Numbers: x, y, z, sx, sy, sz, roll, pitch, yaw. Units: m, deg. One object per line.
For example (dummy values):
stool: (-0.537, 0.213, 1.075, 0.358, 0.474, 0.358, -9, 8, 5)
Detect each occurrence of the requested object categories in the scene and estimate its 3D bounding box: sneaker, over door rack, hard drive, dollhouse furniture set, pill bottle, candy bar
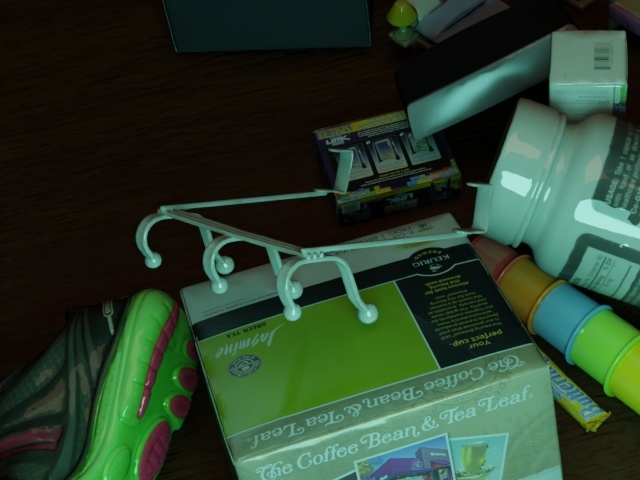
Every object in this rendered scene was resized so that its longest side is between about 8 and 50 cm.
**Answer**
sneaker: (-0.300, 0.264, 1.672, 0.202, 0.185, 0.483, 0, 46, 30)
over door rack: (0.000, 0.000, 1.596, 0.239, 0.108, 0.324, 17, 28, 41)
hard drive: (0.218, -0.235, 1.943, 0.254, 0.054, 0.172, -26, 28, 9)
dollhouse furniture set: (0.281, -0.345, 2.048, 0.303, 0.198, 0.286, -37, 57, -21)
pill bottle: (0.373, -0.029, 1.737, 0.361, 0.204, 0.204, 21, 56, 4)
candy bar: (0.281, 0.168, 1.757, 0.040, 0.018, 0.161, -32, 55, -18)

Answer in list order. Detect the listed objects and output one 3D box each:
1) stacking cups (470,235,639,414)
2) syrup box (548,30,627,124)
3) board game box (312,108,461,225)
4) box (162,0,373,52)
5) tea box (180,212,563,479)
stacking cups: (0.300, 0.102, 1.774, 0.096, 0.096, 0.316, -38, 52, -22)
syrup box: (0.334, -0.148, 1.860, 0.096, 0.237, 0.093, 1, 52, 10)
board game box: (0.087, -0.103, 1.973, 0.170, 0.048, 0.141, -13, 50, -5)
box: (-0.070, -0.438, 2.168, 0.296, 0.183, 0.294, -1, 51, 8)
tea box: (0.051, 0.173, 1.598, 0.328, 0.220, 0.323, -16, 32, -5)
